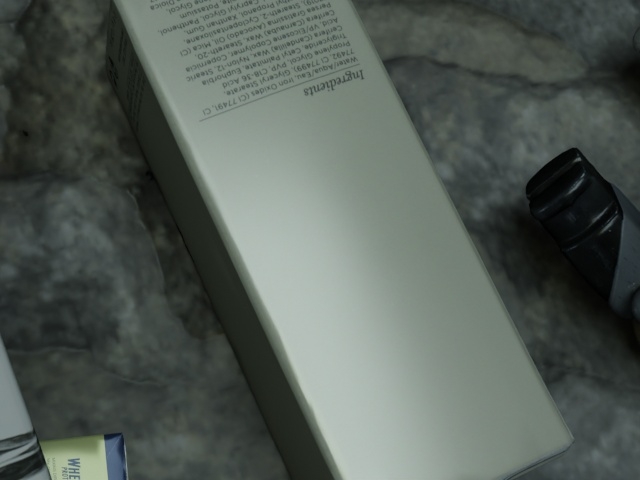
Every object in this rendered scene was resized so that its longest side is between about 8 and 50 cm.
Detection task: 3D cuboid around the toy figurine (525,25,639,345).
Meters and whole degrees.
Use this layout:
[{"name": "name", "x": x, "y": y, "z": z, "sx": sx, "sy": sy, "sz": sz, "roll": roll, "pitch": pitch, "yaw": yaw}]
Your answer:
[{"name": "toy figurine", "x": 0.230, "y": -0.037, "z": 0.580, "sx": 0.148, "sy": 0.209, "sz": 0.213, "roll": 44, "pitch": 62, "yaw": -14}]

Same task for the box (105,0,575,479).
[{"name": "box", "x": 0.000, "y": 0.000, "z": 0.574, "sx": 0.113, "sy": 0.094, "sz": 0.275, "roll": -21, "pitch": 79, "yaw": -18}]

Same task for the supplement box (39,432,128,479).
[{"name": "supplement box", "x": -0.124, "y": 0.132, "z": 0.524, "sx": 0.083, "sy": 0.056, "sz": 0.083, "roll": -5, "pitch": 75, "yaw": -14}]

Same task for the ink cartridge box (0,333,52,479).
[{"name": "ink cartridge box", "x": -0.174, "y": 0.074, "z": 0.407, "sx": 0.148, "sy": 0.086, "sz": 0.203, "roll": -21, "pitch": 111, "yaw": -16}]
